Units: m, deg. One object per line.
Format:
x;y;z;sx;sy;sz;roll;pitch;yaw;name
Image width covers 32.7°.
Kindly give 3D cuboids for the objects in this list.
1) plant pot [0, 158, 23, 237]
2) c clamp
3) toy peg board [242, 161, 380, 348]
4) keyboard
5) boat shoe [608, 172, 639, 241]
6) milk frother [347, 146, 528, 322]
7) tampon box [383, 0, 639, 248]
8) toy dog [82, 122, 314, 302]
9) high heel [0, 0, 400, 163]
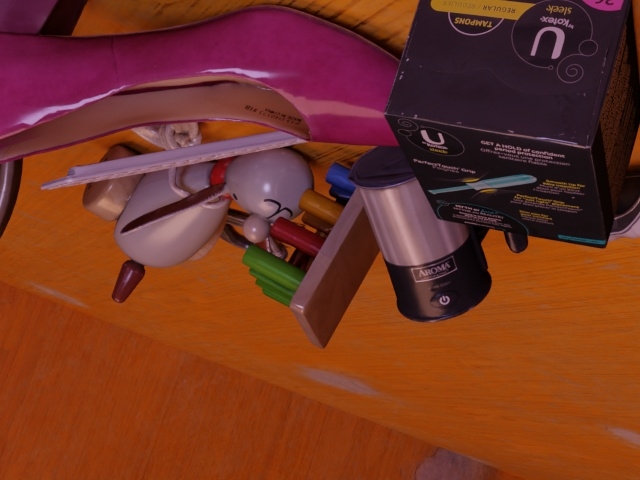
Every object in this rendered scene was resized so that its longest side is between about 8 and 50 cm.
-0.421;-0.084;0.999;0.323;0.323;0.280;20;-178;-7;plant pot
-0.080;-0.004;1.360;0.137;0.022;0.161;16;165;8;c clamp
0.000;0.000;1.021;0.079;0.160;0.161;27;168;14;toy peg board
-0.092;-0.068;0.878;0.256;0.014;0.072;-13;179;-30;keyboard
0.227;-0.027;0.847;0.040;0.049;0.142;20;168;-3;boat shoe
0.094;-0.030;0.923;0.135;0.129;0.143;69;171;-27;milk frother
0.125;-0.077;0.671;0.120;0.101;0.161;12;164;21;tampon box
-0.144;-0.011;1.130;0.220;0.161;0.333;21;166;-10;toy dog
-0.102;-0.080;0.779;0.377;0.181;0.127;16;166;11;high heel
